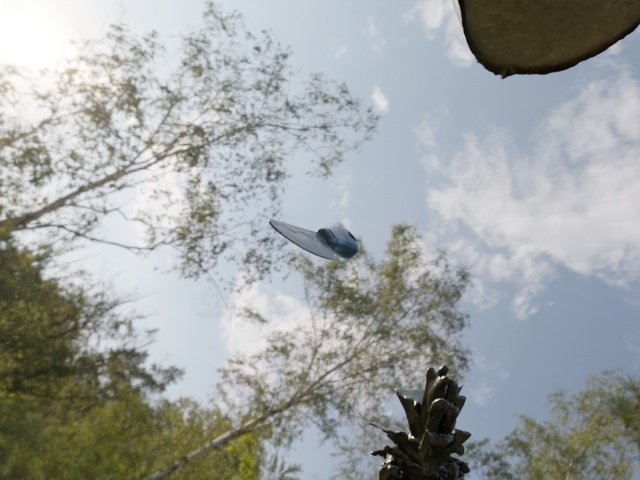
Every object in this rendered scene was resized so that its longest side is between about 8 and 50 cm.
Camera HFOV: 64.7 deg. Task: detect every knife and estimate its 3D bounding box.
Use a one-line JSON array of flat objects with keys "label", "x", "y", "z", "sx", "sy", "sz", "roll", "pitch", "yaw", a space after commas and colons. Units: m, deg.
[{"label": "knife", "x": 0.001, "y": 0.002, "z": 0.648, "sx": 0.032, "sy": 0.244, "sz": 0.058, "roll": -38, "pitch": -103, "yaw": 15}]

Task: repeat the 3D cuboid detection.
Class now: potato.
[{"label": "potato", "x": 0.312, "y": -0.449, "z": 0.687, "sx": 0.397, "sy": 0.290, "sz": 0.295, "roll": 98, "pitch": -8, "yaw": -61}]

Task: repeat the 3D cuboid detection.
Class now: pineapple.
[{"label": "pineapple", "x": 0.123, "y": 0.300, "z": 0.558, "sx": 0.169, "sy": 0.169, "sz": 0.340, "roll": -5, "pitch": -85, "yaw": 44}]
